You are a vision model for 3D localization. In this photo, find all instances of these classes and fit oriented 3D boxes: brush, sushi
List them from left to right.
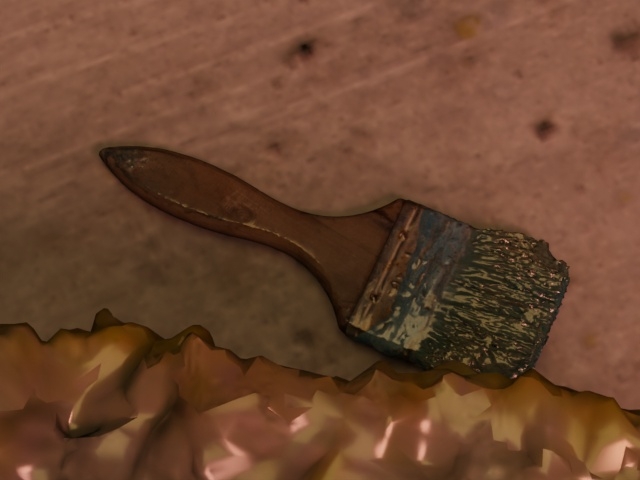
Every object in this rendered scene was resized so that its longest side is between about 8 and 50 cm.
[{"bbox_3d":[-0.043,0.230,0.584,0.351,0.240,0.397,12,68,5],"label":"sushi"},{"bbox_3d":[0.000,0.000,0.777,0.196,0.021,0.070,22,70,8],"label":"brush"}]
